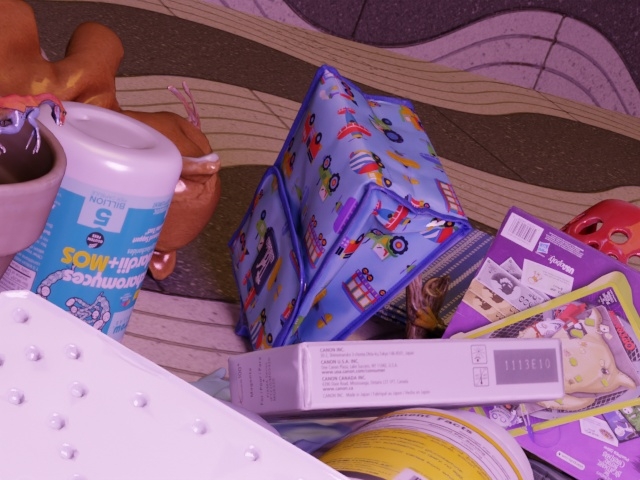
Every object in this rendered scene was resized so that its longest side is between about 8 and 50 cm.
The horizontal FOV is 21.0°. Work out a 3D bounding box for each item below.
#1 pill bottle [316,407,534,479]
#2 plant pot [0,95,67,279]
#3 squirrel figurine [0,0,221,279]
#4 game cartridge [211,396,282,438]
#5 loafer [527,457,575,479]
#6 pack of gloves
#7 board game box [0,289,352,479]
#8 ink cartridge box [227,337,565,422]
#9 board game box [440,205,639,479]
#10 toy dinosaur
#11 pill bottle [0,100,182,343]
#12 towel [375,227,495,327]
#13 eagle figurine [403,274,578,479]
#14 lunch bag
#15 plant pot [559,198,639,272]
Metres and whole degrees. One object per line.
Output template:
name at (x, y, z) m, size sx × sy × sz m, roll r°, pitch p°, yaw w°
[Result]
pill bottle at (0.064, 0.240, 1.367) m, size 0.188 × 0.188 × 0.334 m, roll 26°, pitch 16°, yaw 16°
plant pot at (-0.394, 0.014, 1.364) m, size 0.323 × 0.280 × 0.323 m, roll 19°, pitch 18°, yaw -6°
squirrel figurine at (-0.304, -0.087, 1.923) m, size 0.370 × 0.281 × 0.397 m, roll 31°, pitch 31°, yaw -1°
game cartridge at (-0.162, 0.197, 1.224) m, size 0.294 × 0.196 × 0.060 m, roll 2°, pitch 24°, yaw -45°
loafer at (0.275, 0.289, 1.639) m, size 0.084 × 0.096 × 0.267 m, roll 16°, pitch 15°, yaw -35°
pack of gloves at (-0.065, 0.181, 1.678) m, size 0.195 × 0.046 × 0.232 m, roll 13°, pitch 12°, yaw 26°
board game box at (-0.113, 0.253, 1.004) m, size 0.390 × 0.050 × 0.390 m, roll 31°, pitch 44°, yaw 0°
ink cartridge box at (0.039, 0.127, 1.542) m, size 0.275 × 0.060 × 0.239 m, roll 1°, pitch -8°, yaw -32°
board game box at (0.290, 0.136, 1.673) m, size 0.347 × 0.208 × 0.056 m, roll 30°, pitch 3°, yaw 16°
toy dinosaur at (-0.226, -0.098, 1.323) m, size 0.047 × 0.090 × 0.082 m, roll 40°, pitch 53°, yaw 11°
pill bottle at (-0.231, 0.017, 1.573) m, size 0.146 × 0.264 × 0.146 m, roll 19°, pitch 18°, yaw -6°
towel at (0.090, 0.025, 2.147) m, size 0.336 × 0.040 × 0.243 m, roll 23°, pitch 35°, yaw 25°
eagle figurine at (0.219, 0.145, 1.822) m, size 0.298 × 0.226 × 0.225 m, roll 11°, pitch 52°, yaw 23°
lunch bag at (0.000, 0.000, 1.867) m, size 0.138 × 0.293 × 0.221 m, roll 21°, pitch 31°, yaw -31°
plant pot at (0.316, 0.074, 1.985) m, size 0.174 × 0.191 × 0.191 m, roll -34°, pitch 46°, yaw -22°
